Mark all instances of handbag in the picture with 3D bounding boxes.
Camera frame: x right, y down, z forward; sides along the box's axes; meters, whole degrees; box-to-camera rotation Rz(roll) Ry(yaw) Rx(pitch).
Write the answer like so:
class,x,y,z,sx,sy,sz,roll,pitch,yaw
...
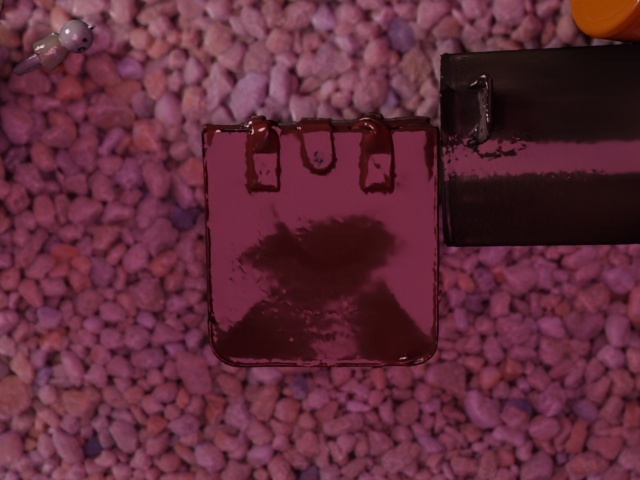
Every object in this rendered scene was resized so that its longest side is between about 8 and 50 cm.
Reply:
class,x,y,z,sx,sy,sz,roll,pitch,yaw
handbag,0.000,0.001,1.307,0.260,0.084,0.275,1,105,3

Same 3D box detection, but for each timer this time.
class,x,y,z,sx,sy,sz,roll,pitch,yaw
timer,0.351,-0.249,1.224,0.152,0.132,0.132,13,107,-27

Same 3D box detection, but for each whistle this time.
class,x,y,z,sx,sy,sz,roll,pitch,yaw
whistle,-0.278,-0.200,1.271,0.100,0.035,0.035,-28,104,10

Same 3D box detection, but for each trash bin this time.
class,x,y,z,sx,sy,sz,roll,pitch,yaw
trash bin,0.269,-0.092,1.207,0.302,0.252,0.202,-1,71,5

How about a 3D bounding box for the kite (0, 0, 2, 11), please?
class,x,y,z,sx,sy,sz,roll,pitch,yaw
kite,-0.346,-0.326,1.209,0.250,0.012,0.229,4,130,19
